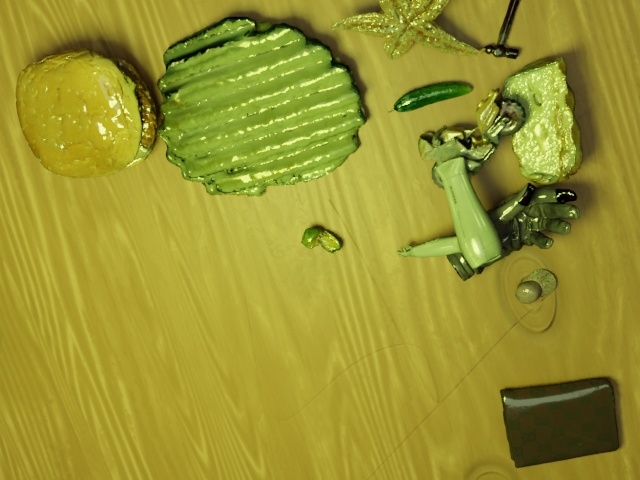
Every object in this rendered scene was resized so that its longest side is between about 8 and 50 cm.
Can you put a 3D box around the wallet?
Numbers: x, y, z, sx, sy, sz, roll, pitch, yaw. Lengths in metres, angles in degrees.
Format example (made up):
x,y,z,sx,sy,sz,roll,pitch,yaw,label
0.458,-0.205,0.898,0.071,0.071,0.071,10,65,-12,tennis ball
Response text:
x,y,z,sx,sy,sz,roll,pitch,yaw,label
0.507,0.383,1.477,0.229,0.049,0.181,-11,102,9,wallet

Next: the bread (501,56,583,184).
x,y,z,sx,sy,sz,roll,pitch,yaw,label
0.423,-0.222,1.317,0.128,0.088,0.231,-7,99,34,bread

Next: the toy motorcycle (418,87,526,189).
x,y,z,sx,sy,sz,roll,pitch,yaw,label
0.276,-0.198,1.334,0.130,0.094,0.229,41,124,-2,toy motorcycle

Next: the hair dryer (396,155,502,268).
x,y,z,sx,sy,sz,roll,pitch,yaw,label
0.225,-0.027,1.360,0.237,0.075,0.206,-28,80,47,hair dryer

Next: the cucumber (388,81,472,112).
x,y,z,sx,sy,sz,roll,pitch,yaw,label
0.211,-0.282,1.360,0.168,0.039,0.039,-13,101,8,cucumber

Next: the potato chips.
x,y,z,sx,sy,sz,roll,pitch,yaw,label
-0.130,-0.269,1.402,0.430,0.070,0.358,-13,106,14,potato chips

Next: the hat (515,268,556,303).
x,y,z,sx,sy,sz,roll,pitch,yaw,label
0.437,0.097,1.417,0.087,0.042,0.058,-24,100,13,hat

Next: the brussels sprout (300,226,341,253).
x,y,z,sx,sy,sz,roll,pitch,yaw,label
0.001,0.000,1.457,0.083,0.051,0.046,18,138,-21,brussels sprout

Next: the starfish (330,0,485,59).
x,y,z,sx,sy,sz,roll,pitch,yaw,label
0.178,-0.414,1.271,0.295,0.048,0.231,14,138,-4,starfish

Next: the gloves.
x,y,z,sx,sy,sz,roll,pitch,yaw,label
0.365,-0.022,1.359,0.286,0.119,0.142,-26,127,28,gloves

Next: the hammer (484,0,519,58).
x,y,z,sx,sy,sz,roll,pitch,yaw,label
0.363,-0.431,1.311,0.065,0.021,0.178,16,103,4,hammer

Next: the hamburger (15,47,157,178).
x,y,z,sx,sy,sz,roll,pitch,yaw,label
-0.471,-0.253,1.405,0.283,0.144,0.259,-12,101,16,hamburger
